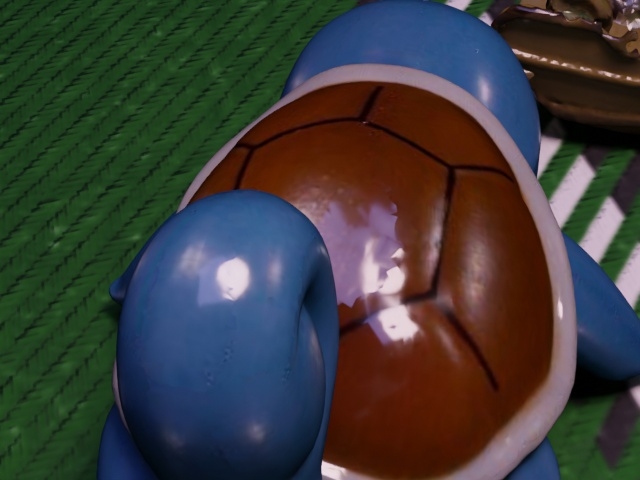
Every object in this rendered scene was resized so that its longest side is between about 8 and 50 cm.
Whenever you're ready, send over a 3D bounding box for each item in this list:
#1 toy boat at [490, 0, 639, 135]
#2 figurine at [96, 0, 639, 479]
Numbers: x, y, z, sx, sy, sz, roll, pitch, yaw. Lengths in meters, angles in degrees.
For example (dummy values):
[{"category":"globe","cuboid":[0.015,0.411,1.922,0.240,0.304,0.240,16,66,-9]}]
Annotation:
[{"category":"toy boat","cuboid":[0.328,-0.129,0.788,0.445,0.162,0.136,9,43,14]},{"category":"figurine","cuboid":[0.003,0.040,0.626,0.298,0.243,0.416,-1,22,16]}]
